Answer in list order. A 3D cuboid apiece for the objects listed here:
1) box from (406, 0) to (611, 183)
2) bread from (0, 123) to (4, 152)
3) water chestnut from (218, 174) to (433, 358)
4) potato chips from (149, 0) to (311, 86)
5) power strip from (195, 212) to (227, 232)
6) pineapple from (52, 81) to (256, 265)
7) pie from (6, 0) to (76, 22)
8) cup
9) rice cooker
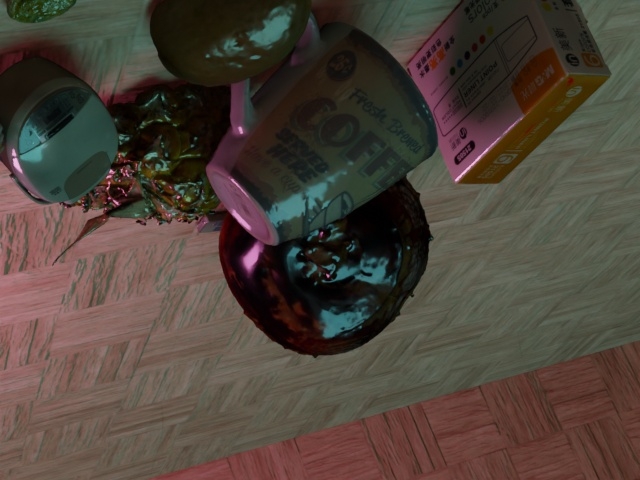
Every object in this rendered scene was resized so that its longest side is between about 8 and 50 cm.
[{"bbox_3d":[0.254,-0.236,1.818,0.091,0.220,0.274,-1,148,-35],"label":"box"},{"bbox_3d":[-0.499,-0.076,1.542,0.288,0.152,0.119,-41,-170,38],"label":"bread"},{"bbox_3d":[0.000,0.000,2.099,0.351,0.350,0.302,-17,-161,-13],"label":"water chestnut"},{"bbox_3d":[-0.106,-0.255,1.560,0.202,0.049,0.150,-19,116,14],"label":"potato chips"},{"bbox_3d":[-0.161,-0.030,2.168,0.090,0.016,0.040,-7,154,-35],"label":"power strip"},{"bbox_3d":[-0.217,-0.108,1.742,0.335,0.158,0.161,-16,157,-14],"label":"pineapple"},{"bbox_3d":[-0.309,-0.270,1.462,0.084,0.021,0.084,-22,157,-10],"label":"pie"},{"bbox_3d":[-0.027,-0.151,1.691,0.257,0.227,0.301,-41,121,-18],"label":"cup"},{"bbox_3d":[-0.328,-0.132,1.594,0.145,0.127,0.206,-42,159,-15],"label":"rice cooker"}]
